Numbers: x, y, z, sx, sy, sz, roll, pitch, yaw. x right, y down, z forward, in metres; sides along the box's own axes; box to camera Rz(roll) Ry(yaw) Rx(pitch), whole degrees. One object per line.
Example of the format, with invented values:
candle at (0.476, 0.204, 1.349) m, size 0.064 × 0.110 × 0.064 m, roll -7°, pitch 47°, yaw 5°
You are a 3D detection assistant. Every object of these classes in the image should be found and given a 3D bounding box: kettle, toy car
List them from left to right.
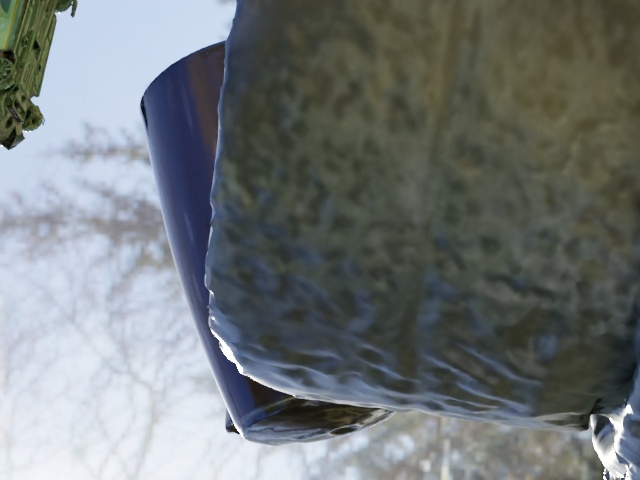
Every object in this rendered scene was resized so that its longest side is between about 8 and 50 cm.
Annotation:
toy car at (-0.232, -0.161, 1.116) m, size 0.093 × 0.058 × 0.186 m, roll 72°, pitch -154°, yaw -69°
kettle at (0.000, 0.000, 0.880) m, size 0.144 × 0.202 × 0.232 m, roll 14°, pitch -124°, yaw -53°

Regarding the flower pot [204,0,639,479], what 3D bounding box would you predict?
flower pot at (0.121, -0.055, 0.585) m, size 0.299 × 0.282 × 0.299 m, roll 10°, pitch -90°, yaw -82°
